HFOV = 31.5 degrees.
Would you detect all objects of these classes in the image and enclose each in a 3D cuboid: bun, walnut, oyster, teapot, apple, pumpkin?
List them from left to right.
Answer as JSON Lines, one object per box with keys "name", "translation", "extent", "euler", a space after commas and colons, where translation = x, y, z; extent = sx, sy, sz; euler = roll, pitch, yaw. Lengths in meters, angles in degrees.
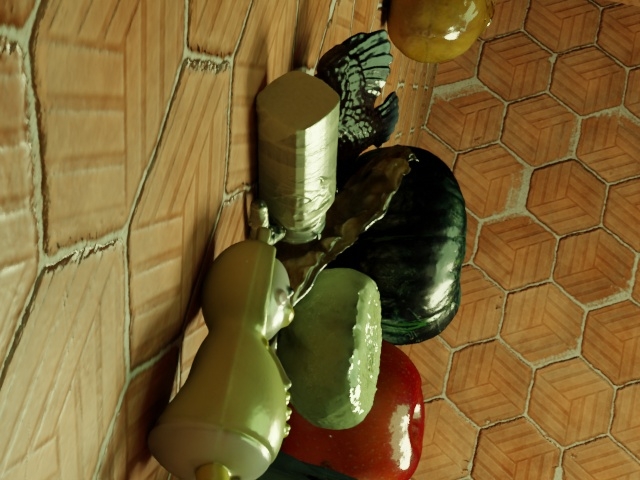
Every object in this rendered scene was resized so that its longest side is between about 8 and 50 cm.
{"name": "teapot", "translation": [-0.034, -0.070, 1.190], "extent": [0.107, 0.077, 0.200], "euler": [-44, 155, -29]}
{"name": "oyster", "translation": [-0.001, 0.000, 1.312], "extent": [0.345, 0.078, 0.128], "euler": [-48, -161, -27]}
{"name": "bun", "translation": [0.008, 0.128, 1.376], "extent": [0.195, 0.118, 0.195], "euler": [6, 90, -77]}
{"name": "apple", "translation": [0.044, 0.267, 1.702], "extent": [0.260, 0.216, 0.260], "euler": [2, 90, -80]}
{"name": "pumpkin", "translation": [0.107, 0.012, 1.795], "extent": [0.315, 0.238, 0.315], "euler": [176, -90, -86]}
{"name": "walnut", "translation": [0.224, -0.443, 2.032], "extent": [0.203, 0.203, 0.298], "euler": [93, 19, -50]}

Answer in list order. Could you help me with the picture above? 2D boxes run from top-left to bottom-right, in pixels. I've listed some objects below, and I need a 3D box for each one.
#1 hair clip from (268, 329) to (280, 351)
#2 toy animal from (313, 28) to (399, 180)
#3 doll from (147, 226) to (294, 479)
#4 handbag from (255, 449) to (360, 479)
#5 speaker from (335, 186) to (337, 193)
{"name": "hair clip", "translation": [-0.074, 0.159, 1.367], "extent": [0.116, 0.049, 0.172], "euler": [96, 6, -66]}
{"name": "toy animal", "translation": [0.023, -0.136, 1.314], "extent": [0.218, 0.116, 0.179], "euler": [-64, 177, 29]}
{"name": "doll", "translation": [-0.072, 0.115, 1.029], "extent": [0.141, 0.117, 0.296], "euler": [95, 11, -61]}
{"name": "handbag", "translation": [-0.028, 0.357, 1.261], "extent": [0.263, 0.241, 0.222], "euler": [61, 46, -75]}
{"name": "speaker", "translation": [-0.024, 0.020, 1.511], "extent": [0.218, 0.044, 0.082], "euler": [-70, 169, -48]}
